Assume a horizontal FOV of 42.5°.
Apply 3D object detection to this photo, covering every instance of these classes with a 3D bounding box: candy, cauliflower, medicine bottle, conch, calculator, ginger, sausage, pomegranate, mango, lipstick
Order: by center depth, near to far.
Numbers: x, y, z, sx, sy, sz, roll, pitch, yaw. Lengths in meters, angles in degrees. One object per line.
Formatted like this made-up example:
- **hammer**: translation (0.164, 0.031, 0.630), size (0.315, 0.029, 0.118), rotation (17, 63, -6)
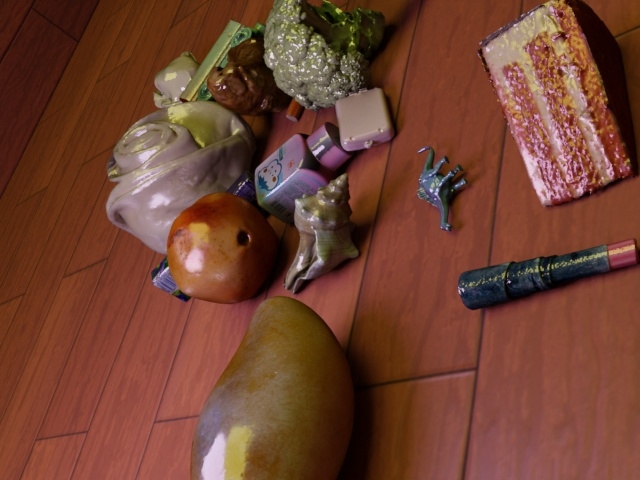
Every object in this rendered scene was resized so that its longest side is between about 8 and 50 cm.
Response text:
- **lipstick**: translation (0.282, 0.036, 1.024), size (0.234, 0.053, 0.053), rotation (-21, 45, 39)
- **mango**: translation (-0.063, 0.245, 1.141), size (0.222, 0.199, 0.383), rotation (-29, 39, 34)
- **conch**: translation (0.013, -0.003, 1.377), size (0.137, 0.115, 0.233), rotation (-131, 43, -67)
- **calculator**: translation (0.080, -0.224, 1.518), size (0.100, 0.032, 0.175), rotation (-15, 43, 8)
- **pomegranate**: translation (-0.178, 0.014, 1.519), size (0.209, 0.209, 0.209), rotation (-33, 38, 30)
- **medicine bottle**: translation (-0.031, -0.135, 1.551), size (0.188, 0.094, 0.119), rotation (-39, 36, 24)
- **cauliflower**: translation (0.013, -0.401, 1.679), size (0.250, 0.275, 0.272), rotation (-22, 0, -13)
- **candy**: translation (-0.217, -0.006, 1.682), size (0.312, 0.088, 0.061), rotation (-45, 29, 15)
- **sausage**: translation (-0.045, -0.309, 1.794), size (0.031, 0.031, 0.107), rotation (-5, 57, 51)
- **ginger**: translation (-0.145, -0.358, 1.821), size (0.321, 0.173, 0.165), rotation (-85, 11, -71)

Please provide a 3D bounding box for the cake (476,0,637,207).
- **cake**: translation (0.348, -0.180, 1.143), size (0.158, 0.160, 0.261), rotation (-25, 77, 38)

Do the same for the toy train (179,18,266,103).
- **toy train**: translation (-0.238, -0.423, 2.053), size (0.177, 0.116, 0.285), rotation (27, 83, 45)

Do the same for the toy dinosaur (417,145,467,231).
- **toy dinosaur**: translation (0.183, -0.090, 1.276), size (0.080, 0.045, 0.197), rotation (-47, 35, 31)

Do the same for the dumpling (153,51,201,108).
- **dumpling**: translation (-0.388, -0.425, 2.257), size (0.162, 0.132, 0.250), rotation (-38, 35, 18)

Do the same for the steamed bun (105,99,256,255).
- **steamed bun**: translation (-0.329, -0.152, 1.814), size (0.343, 0.255, 0.367), rotation (-19, 48, 40)
